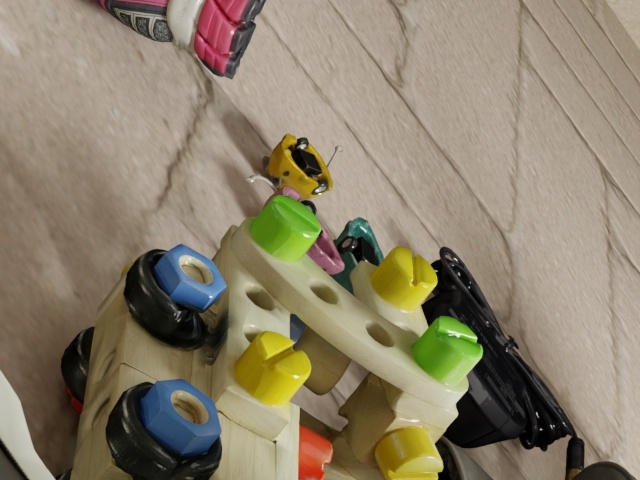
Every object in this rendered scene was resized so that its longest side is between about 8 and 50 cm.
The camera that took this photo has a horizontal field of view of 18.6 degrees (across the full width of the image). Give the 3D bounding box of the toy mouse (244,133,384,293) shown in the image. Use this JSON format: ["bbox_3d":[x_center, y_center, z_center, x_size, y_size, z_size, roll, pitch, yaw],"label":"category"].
[{"bbox_3d":[0.000,0.000,1.228,0.143,0.031,0.161,63,20,15],"label":"toy mouse"}]

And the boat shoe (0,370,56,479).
[{"bbox_3d":[-0.119,0.116,0.717,0.228,0.069,0.081,59,-22,-14],"label":"boat shoe"}]

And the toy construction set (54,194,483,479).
[{"bbox_3d":[-0.004,0.097,0.863,0.215,0.151,0.327,30,13,-19],"label":"toy construction set"}]

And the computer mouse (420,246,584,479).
[{"bbox_3d":[0.111,0.114,1.296,0.184,0.060,0.262,55,11,-7],"label":"computer mouse"}]

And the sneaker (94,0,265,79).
[{"bbox_3d":[-0.077,-0.200,1.233,0.112,0.121,0.299,23,18,-6],"label":"sneaker"}]

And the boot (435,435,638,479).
[{"bbox_3d":[0.118,0.174,1.167,0.208,0.076,0.189,38,42,-32],"label":"boot"}]
